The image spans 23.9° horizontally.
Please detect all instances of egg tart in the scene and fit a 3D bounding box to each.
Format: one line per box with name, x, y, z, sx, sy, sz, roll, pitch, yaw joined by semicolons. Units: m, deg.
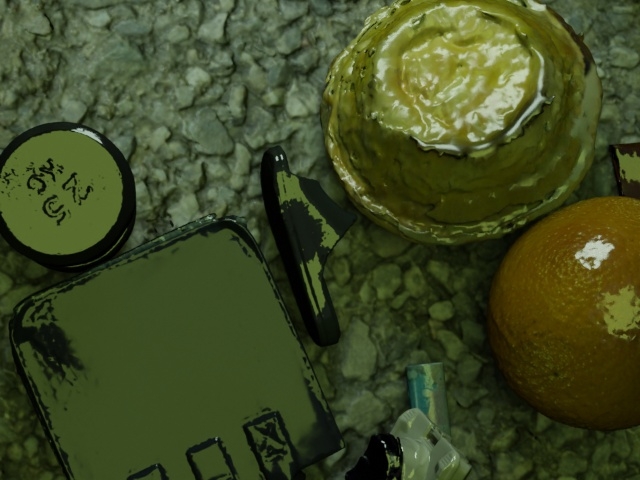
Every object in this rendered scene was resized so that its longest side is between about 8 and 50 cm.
egg tart;0.163;-0.167;1.752;0.345;0.132;0.345;-2;68;5

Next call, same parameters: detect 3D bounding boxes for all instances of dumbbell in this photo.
dumbbell;-0.280;-0.043;1.675;0.152;0.218;0.152;0;86;-6

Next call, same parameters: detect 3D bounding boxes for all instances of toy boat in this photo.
toy boat;0.047;0.313;1.706;0.269;0.141;0.141;-44;91;1

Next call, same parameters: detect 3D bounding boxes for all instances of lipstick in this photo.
lipstick;0.130;0.224;1.786;0.048;0.048;0.158;-5;85;-7

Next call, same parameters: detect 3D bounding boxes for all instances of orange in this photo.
orange;0.323;0.081;1.717;0.274;0.274;0.274;1;85;-7

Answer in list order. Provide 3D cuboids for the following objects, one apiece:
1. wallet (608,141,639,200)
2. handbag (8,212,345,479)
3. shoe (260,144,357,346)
wallet;0.449;-0.083;1.865;0.176;0.026;0.095;-8;80;-9
handbag;-0.166;0.171;1.718;0.303;0.122;0.329;-25;88;-11
shoe;0.000;0.000;1.765;0.093;0.108;0.241;-17;94;-10
